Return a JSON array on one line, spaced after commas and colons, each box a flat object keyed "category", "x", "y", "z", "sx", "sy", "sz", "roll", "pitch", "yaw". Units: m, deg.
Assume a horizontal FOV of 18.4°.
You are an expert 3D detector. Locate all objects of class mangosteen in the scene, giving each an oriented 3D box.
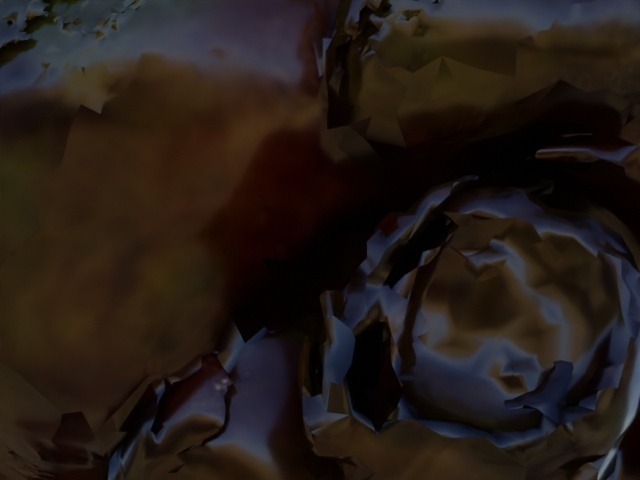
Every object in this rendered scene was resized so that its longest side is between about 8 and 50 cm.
[{"category": "mangosteen", "x": 0.010, "y": -0.013, "z": 0.671, "sx": 0.381, "sy": 0.381, "sz": 0.421, "roll": 35, "pitch": -21, "yaw": -35}]
